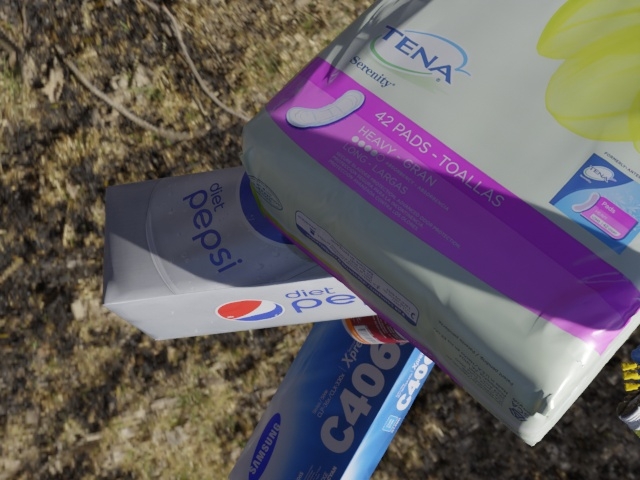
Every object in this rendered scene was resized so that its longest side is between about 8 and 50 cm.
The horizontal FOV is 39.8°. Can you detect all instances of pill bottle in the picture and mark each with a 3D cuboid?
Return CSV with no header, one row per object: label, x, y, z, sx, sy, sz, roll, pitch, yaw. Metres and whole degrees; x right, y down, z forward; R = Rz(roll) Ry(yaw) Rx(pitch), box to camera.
pill bottle,0.100,0.067,0.957,0.086,0.152,0.086,9,77,-44

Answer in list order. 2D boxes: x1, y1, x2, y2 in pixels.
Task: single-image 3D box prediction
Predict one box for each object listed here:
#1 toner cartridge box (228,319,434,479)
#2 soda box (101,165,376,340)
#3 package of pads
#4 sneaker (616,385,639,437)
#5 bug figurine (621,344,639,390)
toner cartridge box,0.025,0.231,1.238,0.075,0.165,0.348,29,90,-52
soda box,0.000,0.000,0.610,0.286,0.091,0.098,-8,157,10
package of pads,0.125,-0.072,0.505,0.296,0.229,0.101,-44,157,-13
sneaker,0.490,0.202,1.153,0.208,0.081,0.094,-34,86,-8
bug figurine,0.597,0.243,1.328,0.278,0.216,0.072,-2,164,10
